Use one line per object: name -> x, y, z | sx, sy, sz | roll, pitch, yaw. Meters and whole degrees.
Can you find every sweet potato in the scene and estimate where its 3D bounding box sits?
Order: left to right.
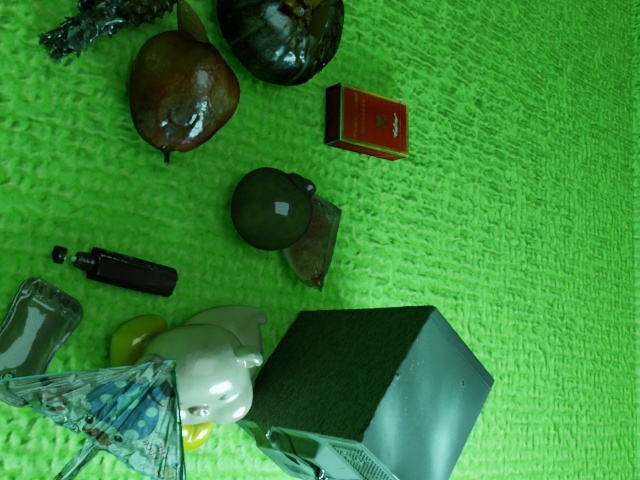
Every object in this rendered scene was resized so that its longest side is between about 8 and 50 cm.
sweet potato -> -0.264, -0.425, 1.447 | 0.058, 0.055, 0.202 | -57, 161, -17

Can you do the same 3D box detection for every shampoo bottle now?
shampoo bottle -> -0.395, 0.054, 1.329 | 0.236, 0.068, 0.067 | 19, 72, -37

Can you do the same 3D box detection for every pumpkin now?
pumpkin -> -0.087, -0.509, 1.562 | 0.320, 0.192, 0.321 | 4, 84, -37

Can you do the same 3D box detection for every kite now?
kite -> -0.371, 0.327, 1.198 | 0.406, 0.014, 0.368 | 40, 103, -19

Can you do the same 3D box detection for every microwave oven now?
microwave oven -> 0.073, 0.336, 1.423 | 0.236, 0.432, 0.374 | 48, 58, -23

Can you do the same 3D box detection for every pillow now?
pillow -> -0.524, 0.179, 1.228 | 0.130, 0.033, 0.218 | 41, 61, -28

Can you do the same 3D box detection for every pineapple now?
pineapple -> -0.395, -0.476, 1.356 | 0.361, 0.175, 0.175 | -49, 114, -18

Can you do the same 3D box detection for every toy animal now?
toy animal -> -0.215, 0.269, 1.322 | 0.345, 0.246, 0.278 | -3, 86, -38

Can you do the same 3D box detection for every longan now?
longan -> -0.099, -0.076, 1.509 | 0.204, 0.159, 0.185 | -32, 93, -17

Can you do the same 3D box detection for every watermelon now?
watermelon -> -0.009, -0.001, 1.627 | 0.146, 0.128, 0.231 | 11, 87, -66

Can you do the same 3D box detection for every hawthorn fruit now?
hawthorn fruit -> -0.284, -0.277, 1.371 | 0.224, 0.224, 0.261 | 25, 82, -33

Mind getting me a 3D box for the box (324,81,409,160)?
box -> 0.123, -0.303, 1.781 | 0.239, 0.074, 0.153 | 7, 76, -36
